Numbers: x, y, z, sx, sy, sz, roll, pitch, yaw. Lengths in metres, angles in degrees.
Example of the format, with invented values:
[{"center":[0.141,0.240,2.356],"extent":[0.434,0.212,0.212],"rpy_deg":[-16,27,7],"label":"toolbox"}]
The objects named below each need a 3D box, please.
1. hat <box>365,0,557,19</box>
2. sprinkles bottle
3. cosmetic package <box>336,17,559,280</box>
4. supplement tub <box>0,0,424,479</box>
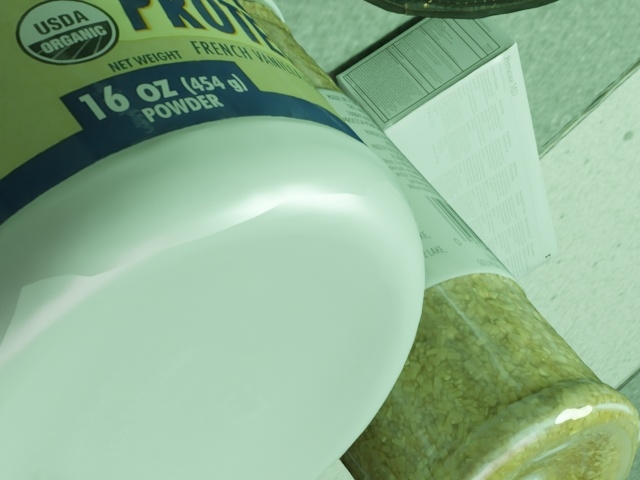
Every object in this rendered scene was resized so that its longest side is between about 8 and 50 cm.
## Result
[{"center":[0.111,-0.253,0.898],"extent":[0.331,0.134,0.331],"rpy_deg":[-17,156,-8],"label":"hat"},{"center":[0.000,0.000,0.881],"extent":[0.121,0.355,0.121],"rpy_deg":[-25,143,-20],"label":"sprinkles bottle"},{"center":[0.086,-0.044,1.178],"extent":[0.099,0.060,0.239],"rpy_deg":[-32,146,-8],"label":"cosmetic package"},{"center":[-0.129,-0.036,0.750],"extent":[0.228,0.316,0.228],"rpy_deg":[-26,144,-20],"label":"supplement tub"}]
